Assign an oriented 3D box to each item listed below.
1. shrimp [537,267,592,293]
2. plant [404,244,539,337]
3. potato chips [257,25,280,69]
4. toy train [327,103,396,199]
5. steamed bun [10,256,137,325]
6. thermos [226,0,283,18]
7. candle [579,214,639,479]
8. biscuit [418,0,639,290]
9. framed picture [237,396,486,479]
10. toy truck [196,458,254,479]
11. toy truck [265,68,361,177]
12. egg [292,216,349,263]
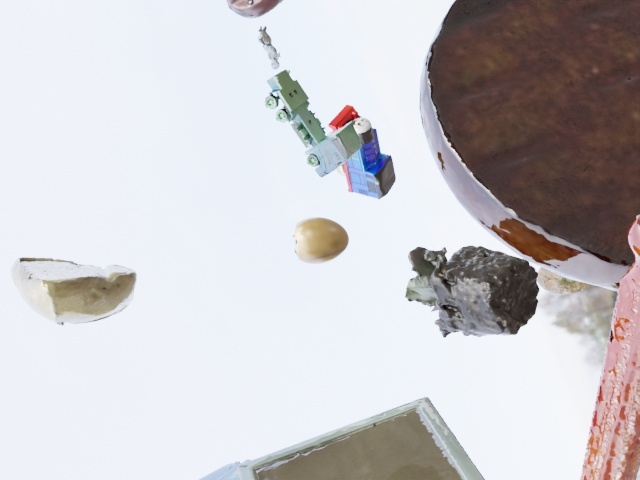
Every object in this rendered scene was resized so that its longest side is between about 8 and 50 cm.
[{"bbox_3d":[0.450,0.038,1.539,0.101,0.190,0.042,28,-133,-22],"label":"shrimp"},{"bbox_3d":[0.225,0.075,1.385,0.131,0.203,0.142,-32,-70,-31],"label":"plant"},{"bbox_3d":[-0.098,-0.377,1.784,0.207,0.028,0.092,-105,-10,-70],"label":"potato chips"},{"bbox_3d":[0.092,-0.199,2.060,0.083,0.131,0.204,-50,-37,-30],"label":"toy train"},{"bbox_3d":[-0.429,0.098,1.608,0.231,0.212,0.110,23,108,61],"label":"steamed bun"},{"bbox_3d":[-0.136,-0.469,1.326,0.109,0.136,0.330,110,149,-67],"label":"thermos"},{"bbox_3d":[0.226,0.097,0.655,0.051,0.048,0.329,-31,-44,-34],"label":"candle"},{"bbox_3d":[0.297,-0.128,0.892,0.091,0.407,0.407,92,170,-58],"label":"biscuit"},{"bbox_3d":[0.046,0.260,0.874,0.293,0.231,0.018,-124,16,-70],"label":"framed picture"},{"bbox_3d":[-0.038,0.386,1.238,0.175,0.367,0.146,-35,-67,-60],"label":"toy truck"},{"bbox_3d":[-0.010,-0.190,1.400,0.175,0.081,0.067,56,-136,-8],"label":"toy truck"},{"bbox_3d":[0.000,0.000,1.506,0.080,0.096,0.080,178,90,-87],"label":"egg"}]
